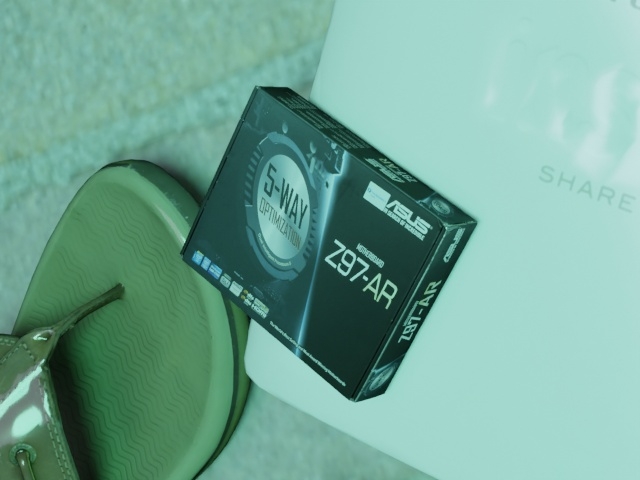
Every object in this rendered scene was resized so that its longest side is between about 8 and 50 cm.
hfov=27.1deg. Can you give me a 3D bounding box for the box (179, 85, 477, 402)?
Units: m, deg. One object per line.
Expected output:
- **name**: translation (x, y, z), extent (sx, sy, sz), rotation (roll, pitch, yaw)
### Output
- **box**: translation (0.000, 0.000, 0.419), extent (0.083, 0.018, 0.067), rotation (39, 115, 26)

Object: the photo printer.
- **photo printer**: translation (0.124, -0.054, 0.413), extent (0.256, 0.107, 0.307), rotation (23, 106, 26)

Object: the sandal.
- **sandal**: translation (-0.133, 0.099, 0.584), extent (0.120, 0.086, 0.303), rotation (44, 114, 18)
